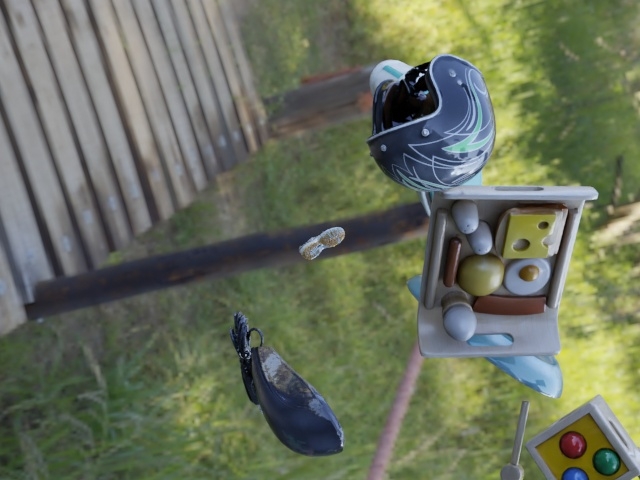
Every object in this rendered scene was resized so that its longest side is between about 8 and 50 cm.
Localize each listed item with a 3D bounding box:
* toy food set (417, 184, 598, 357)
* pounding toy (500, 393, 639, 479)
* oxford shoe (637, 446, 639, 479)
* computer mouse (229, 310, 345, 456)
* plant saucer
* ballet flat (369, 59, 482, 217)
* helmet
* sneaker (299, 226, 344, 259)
[{"bbox_3d":[0.263,0.048,1.664,0.092,0.219,0.306,-96,-172,-49],"label":"toy food set"},{"bbox_3d":[0.360,0.327,1.790,0.181,0.206,0.094,56,20,11],"label":"pounding toy"},{"bbox_3d":[0.568,0.396,1.853,0.076,0.076,0.212,38,8,-43],"label":"oxford shoe"},{"bbox_3d":[-0.063,0.239,1.715,0.272,0.072,0.189,36,-30,49],"label":"computer mouse"},{"bbox_3d":[0.283,0.146,1.931,0.317,0.044,0.317,35,9,-7],"label":"plant saucer"},{"bbox_3d":[0.173,-0.167,1.908,0.400,0.139,0.139,58,26,-57],"label":"ballet flat"},{"bbox_3d":[0.143,-0.141,1.491,0.169,0.169,0.162,41,52,-58],"label":"helmet"},{"bbox_3d":[0.000,0.000,1.934,0.037,0.083,0.032,26,-38,64],"label":"sneaker"}]
